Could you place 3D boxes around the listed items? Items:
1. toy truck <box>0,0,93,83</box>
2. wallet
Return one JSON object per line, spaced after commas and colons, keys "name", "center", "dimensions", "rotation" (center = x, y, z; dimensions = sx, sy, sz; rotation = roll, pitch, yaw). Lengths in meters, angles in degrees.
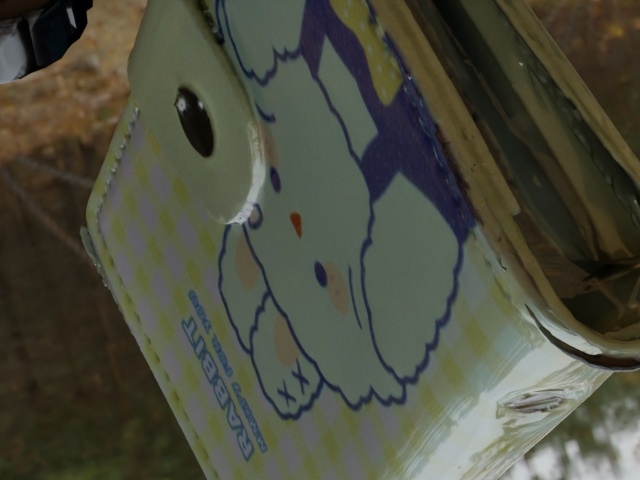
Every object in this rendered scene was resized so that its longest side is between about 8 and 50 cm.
{"name": "toy truck", "center": [-0.134, -0.095, 0.441], "dimensions": [0.126, 0.113, 0.208], "rotation": [10, -130, 16]}
{"name": "wallet", "center": [0.000, 0.000, 0.551], "dimensions": [0.077, 0.223, 0.309], "rotation": [-18, 160, -21]}
